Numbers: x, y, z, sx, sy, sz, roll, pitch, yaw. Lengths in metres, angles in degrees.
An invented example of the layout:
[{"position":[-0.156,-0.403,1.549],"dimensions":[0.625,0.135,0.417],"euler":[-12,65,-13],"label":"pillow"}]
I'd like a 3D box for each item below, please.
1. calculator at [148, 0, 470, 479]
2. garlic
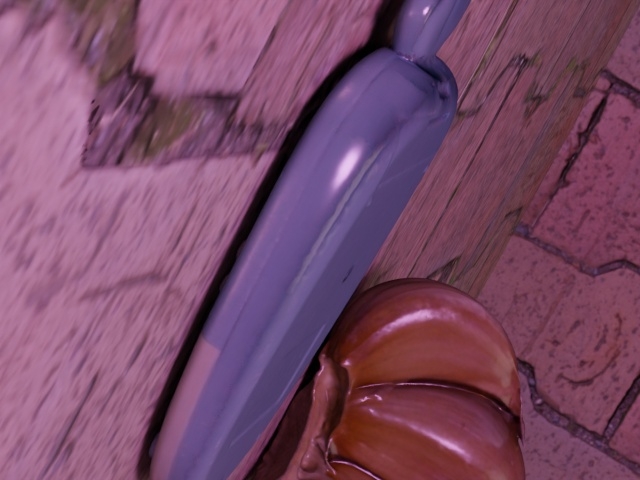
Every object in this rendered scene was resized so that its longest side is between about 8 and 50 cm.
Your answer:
[{"position":[0.000,0.000,0.765],"dimensions":[0.302,0.042,0.188],"euler":[-60,171,17],"label":"calculator"},{"position":[0.054,0.139,1.164],"dimensions":[0.160,0.191,0.214],"euler":[-9,-120,70],"label":"garlic"}]
